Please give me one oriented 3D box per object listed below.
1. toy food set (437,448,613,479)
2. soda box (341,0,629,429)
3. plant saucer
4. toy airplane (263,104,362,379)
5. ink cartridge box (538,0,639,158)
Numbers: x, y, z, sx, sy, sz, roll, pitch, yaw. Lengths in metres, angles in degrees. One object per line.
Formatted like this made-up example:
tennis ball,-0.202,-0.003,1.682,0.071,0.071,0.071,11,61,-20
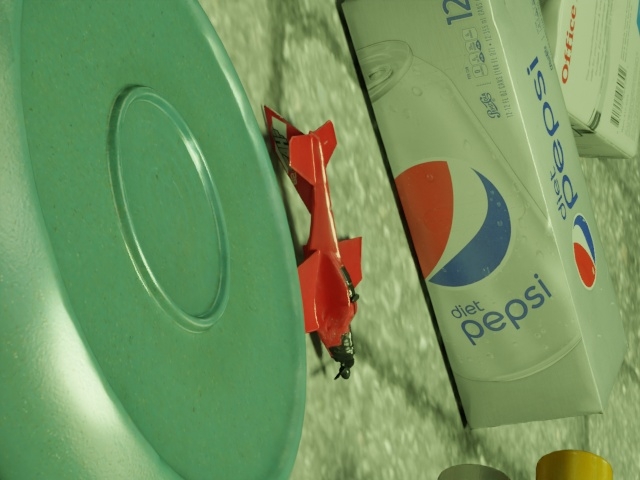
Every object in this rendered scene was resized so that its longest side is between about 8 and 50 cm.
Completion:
toy food set,0.095,0.205,1.024,0.232,0.111,0.104,101,-3,-57
soda box,0.105,-0.034,1.172,0.098,0.091,0.286,-52,129,-60
plant saucer,-0.075,-0.009,0.779,0.317,0.043,0.318,-15,90,-71
toy airplane,0.000,0.000,1.009,0.151,0.028,0.151,-9,90,-67
ink cartridge box,0.161,-0.143,1.317,0.190,0.082,0.140,20,76,-61
